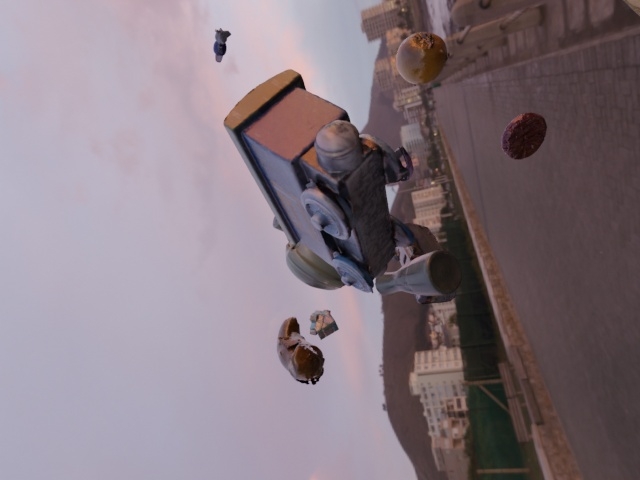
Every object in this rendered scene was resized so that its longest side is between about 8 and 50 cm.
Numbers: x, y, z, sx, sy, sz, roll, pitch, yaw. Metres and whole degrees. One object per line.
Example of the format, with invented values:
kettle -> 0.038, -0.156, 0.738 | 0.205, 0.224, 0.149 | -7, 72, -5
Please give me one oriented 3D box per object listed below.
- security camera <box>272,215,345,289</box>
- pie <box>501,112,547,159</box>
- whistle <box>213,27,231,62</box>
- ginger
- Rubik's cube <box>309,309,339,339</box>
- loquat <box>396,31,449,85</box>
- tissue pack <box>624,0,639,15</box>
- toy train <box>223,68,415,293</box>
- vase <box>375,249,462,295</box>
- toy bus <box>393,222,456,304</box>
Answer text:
security camera -> 0.000, 0.000, 1.052 | 0.191, 0.197, 0.277 | 27, -149, -25
pie -> 0.638, -0.325, 1.314 | 0.036, 0.155, 0.154 | -108, -6, -52
whistle -> -0.210, -0.411, 0.889 | 0.083, 0.033, 0.029 | 127, 145, -58
ginger -> -0.063, 0.315, 1.172 | 0.133, 0.107, 0.309 | 65, 167, -9
Rubik's cube -> 0.002, 0.233, 1.200 | 0.075, 0.084, 0.073 | 93, 153, -48
loquat -> 0.277, -0.495, 1.149 | 0.141, 0.141, 0.141 | -12, -90, -72
tissue pack -> 0.713, -0.511, 0.816 | 0.222, 0.186, 0.090 | 23, -116, -24
toy train -> 0.010, -0.055, 0.549 | 0.131, 0.202, 0.299 | -46, -30, -14
vase -> 0.194, 0.081, 0.889 | 0.214, 0.086, 0.086 | 153, 110, -64
toy bus -> 0.312, 0.056, 1.288 | 0.317, 0.138, 0.112 | -98, 12, -56
